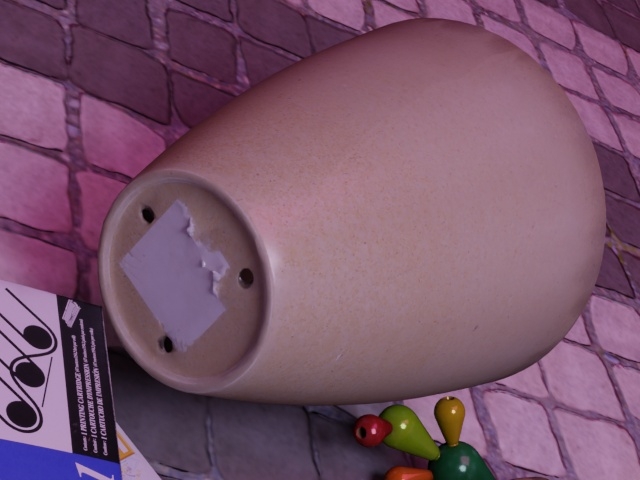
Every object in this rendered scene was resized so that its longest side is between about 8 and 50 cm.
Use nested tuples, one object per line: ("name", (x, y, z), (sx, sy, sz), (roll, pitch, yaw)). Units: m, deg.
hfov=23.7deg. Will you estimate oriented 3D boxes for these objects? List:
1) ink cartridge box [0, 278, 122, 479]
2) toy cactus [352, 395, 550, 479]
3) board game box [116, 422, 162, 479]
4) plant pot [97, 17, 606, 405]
("ink cartridge box", (-0.156, 0.111, 0.791), (0.097, 0.046, 0.207), (17, 39, -30))
("toy cactus", (0.127, 0.179, 1.000), (0.219, 0.112, 0.180), (36, 14, 15))
("board game box", (-0.163, 0.113, 0.852), (0.154, 0.026, 0.103), (49, 33, 13))
("plant pot", (0.000, 0.000, 0.941), (0.256, 0.256, 0.274), (51, 34, 16))
